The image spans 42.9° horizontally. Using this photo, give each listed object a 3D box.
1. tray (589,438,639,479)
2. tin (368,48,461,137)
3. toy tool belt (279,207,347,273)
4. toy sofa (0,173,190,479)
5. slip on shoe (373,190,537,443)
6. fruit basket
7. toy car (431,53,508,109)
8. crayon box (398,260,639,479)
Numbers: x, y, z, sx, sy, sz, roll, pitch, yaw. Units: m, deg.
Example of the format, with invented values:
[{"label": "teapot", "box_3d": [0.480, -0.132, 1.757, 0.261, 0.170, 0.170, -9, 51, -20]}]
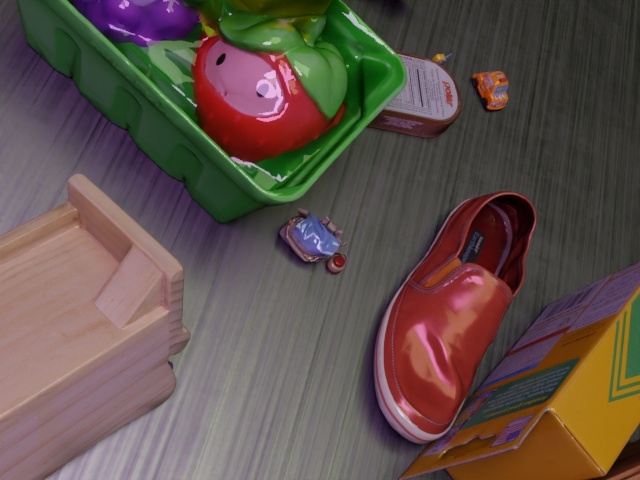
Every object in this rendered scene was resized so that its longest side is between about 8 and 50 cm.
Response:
[{"label": "tray", "box_3d": [0.274, 0.262, 0.798, 0.411, 0.203, 0.076, -10, 73, -32]}, {"label": "tin", "box_3d": [0.094, -0.190, 1.027, 0.189, 0.040, 0.106, 7, 69, -24]}, {"label": "toy tool belt", "box_3d": [0.000, 0.000, 0.879, 0.083, 0.051, 0.052, 38, 56, -6]}, {"label": "toy sofa", "box_3d": [-0.287, 0.116, 0.642, 0.150, 0.177, 0.362, 38, 52, 24]}, {"label": "slip on shoe", "box_3d": [0.154, 0.068, 0.896, 0.123, 0.101, 0.331, 37, 57, -9]}, {"label": "fruit basket", "box_3d": [-0.078, -0.242, 0.766, 0.392, 0.392, 0.283, 43, 55, -3]}, {"label": "toy car", "box_3d": [0.202, -0.213, 1.088, 0.122, 0.040, 0.060, 6, 65, -25]}, {"label": "crayon box", "box_3d": [0.247, 0.154, 0.840, 0.323, 0.203, 0.083, -38, 88, -34]}]
